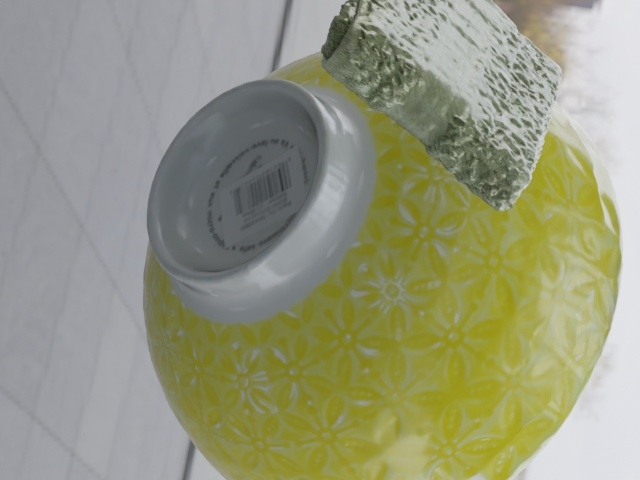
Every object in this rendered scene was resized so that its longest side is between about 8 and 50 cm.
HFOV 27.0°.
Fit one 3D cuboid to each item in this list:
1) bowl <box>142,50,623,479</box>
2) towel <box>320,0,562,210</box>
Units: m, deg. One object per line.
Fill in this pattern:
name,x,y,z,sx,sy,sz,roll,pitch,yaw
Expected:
bowl,0.000,0.000,0.717,0.156,0.290,0.289,36,58,-47
towel,0.056,-0.077,0.577,0.027,0.110,0.148,-44,-168,31
